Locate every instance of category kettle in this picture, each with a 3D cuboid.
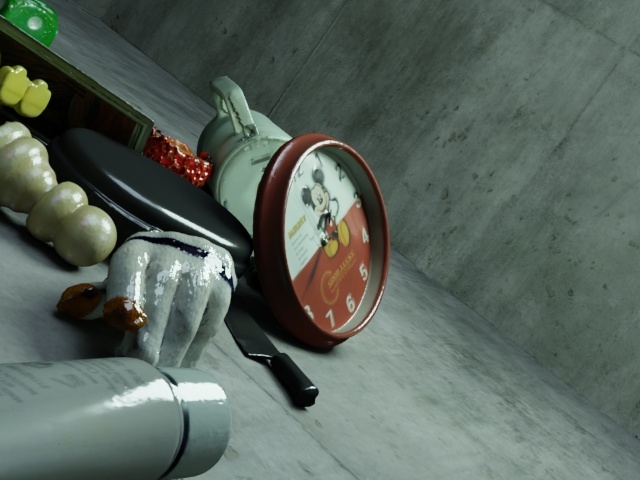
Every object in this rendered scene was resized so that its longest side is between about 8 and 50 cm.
[{"bbox_3d":[-0.154,-0.165,1.707,0.265,0.205,0.318,40,6,-24],"label":"kettle"}]

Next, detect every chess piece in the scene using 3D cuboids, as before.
[{"bbox_3d":[-0.296,-0.038,0.907,0.170,0.094,0.094,44,9,3],"label":"chess piece"}]

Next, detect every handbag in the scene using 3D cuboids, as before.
[{"bbox_3d":[-0.225,-0.034,1.109,0.308,0.093,0.254,30,12,-37],"label":"handbag"}]

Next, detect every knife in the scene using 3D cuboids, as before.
[{"bbox_3d":[-0.077,0.129,1.040,0.060,0.028,0.230,14,18,-36],"label":"knife"}]

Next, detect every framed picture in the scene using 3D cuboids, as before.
[{"bbox_3d":[-0.374,-0.188,1.196,0.273,0.016,0.216,34,-34,-6],"label":"framed picture"}]

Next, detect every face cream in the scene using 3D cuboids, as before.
[{"bbox_3d":[-0.177,0.110,0.506,0.143,0.089,0.314,17,-1,35],"label":"face cream"}]

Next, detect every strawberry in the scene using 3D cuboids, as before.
[{"bbox_3d":[-0.270,-0.145,1.564,0.145,0.086,0.145,35,12,-9],"label":"strawberry"}]

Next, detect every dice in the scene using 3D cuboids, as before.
[{"bbox_3d":[-0.636,-0.460,1.763,0.128,0.120,0.131,43,12,37],"label":"dice"}]

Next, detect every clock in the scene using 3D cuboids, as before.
[{"bbox_3d":[0.000,0.000,1.251,0.080,0.318,0.318,-4,-17,35],"label":"clock"}]

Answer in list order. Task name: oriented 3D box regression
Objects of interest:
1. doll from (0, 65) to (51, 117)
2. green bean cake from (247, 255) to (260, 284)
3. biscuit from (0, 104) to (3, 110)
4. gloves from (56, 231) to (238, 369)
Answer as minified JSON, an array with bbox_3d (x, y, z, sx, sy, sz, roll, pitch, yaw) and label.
[{"bbox_3d":[-0.497,-0.239,1.006,0.363,0.145,0.199,27,-5,11],"label":"doll"},{"bbox_3d":[-0.028,-0.011,1.384,0.107,0.208,0.193,33,6,2],"label":"green bean cake"},{"bbox_3d":[-0.574,-0.317,1.143,0.378,0.054,0.094,50,15,2],"label":"biscuit"},{"bbox_3d":[-0.154,0.049,0.821,0.140,0.131,0.218,33,-1,2],"label":"gloves"}]
